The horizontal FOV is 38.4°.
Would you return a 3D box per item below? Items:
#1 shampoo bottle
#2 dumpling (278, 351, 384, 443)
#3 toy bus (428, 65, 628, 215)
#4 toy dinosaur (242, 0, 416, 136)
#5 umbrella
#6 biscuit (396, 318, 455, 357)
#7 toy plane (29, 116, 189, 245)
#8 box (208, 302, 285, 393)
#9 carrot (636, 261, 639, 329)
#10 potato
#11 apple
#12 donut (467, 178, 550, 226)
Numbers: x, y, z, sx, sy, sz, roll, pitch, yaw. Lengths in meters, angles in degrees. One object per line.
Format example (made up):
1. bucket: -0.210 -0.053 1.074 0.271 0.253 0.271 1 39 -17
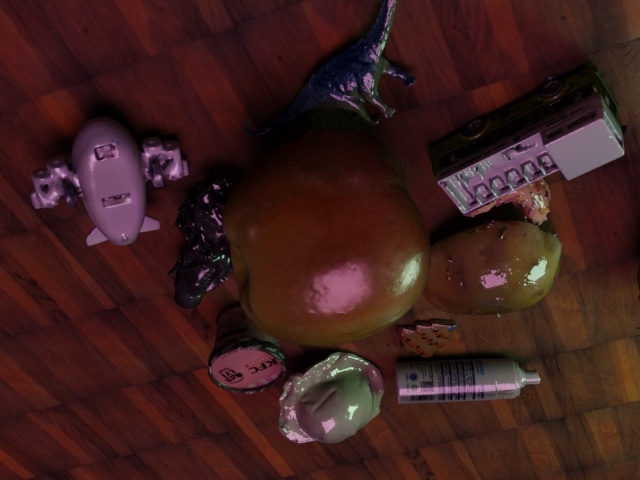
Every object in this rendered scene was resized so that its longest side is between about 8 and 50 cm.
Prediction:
1. shampoo bottle: 0.314 0.297 1.963 0.303 0.092 0.092 -3 136 1
2. dumpling: 0.025 0.330 1.961 0.258 0.147 0.193 -10 104 -24
3. toy bus: 0.326 -0.148 1.464 0.302 0.139 0.113 -26 128 26
4. toy dinosaur: 0.042 -0.240 1.417 0.147 0.076 0.363 39 124 -22
5. umbrella: -0.214 0.018 1.643 0.154 0.128 0.336 21 135 -24
6. biscuit: 0.224 0.199 1.909 0.130 0.019 0.119 -31 129 27
7. toy plane: -0.346 -0.093 1.523 0.267 0.122 0.266 -15 138 -13
8. box: -0.148 0.208 1.831 0.151 0.135 0.151 -3 138 -3
9. carrot: 0.676 0.055 1.637 0.214 0.193 0.331 37 148 26
10. potato: 0.308 0.080 1.684 0.239 0.116 0.299 24 146 -34
11. apple: 0.000 0.000 1.429 0.305 0.338 0.338 -20 134 0
12. donut: 0.328 -0.081 1.589 0.166 0.065 0.117 3 137 -6
